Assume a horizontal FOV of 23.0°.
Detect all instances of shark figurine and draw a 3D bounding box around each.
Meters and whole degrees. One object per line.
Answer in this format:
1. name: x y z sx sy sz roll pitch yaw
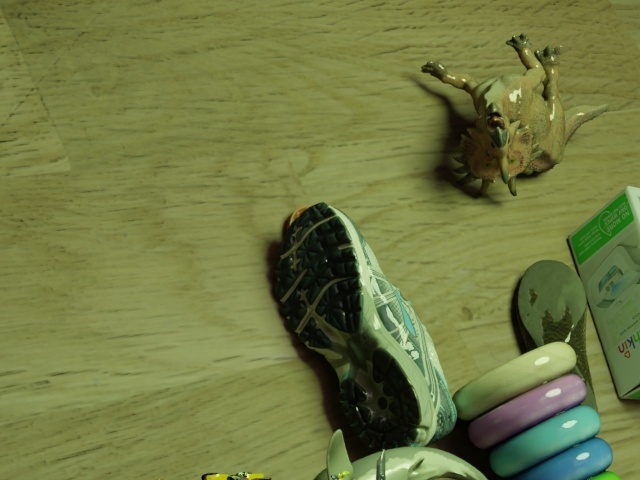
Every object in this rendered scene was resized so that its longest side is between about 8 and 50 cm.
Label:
1. shark figurine: 0.059 0.235 1.500 0.278 0.116 0.166 -14 100 -34

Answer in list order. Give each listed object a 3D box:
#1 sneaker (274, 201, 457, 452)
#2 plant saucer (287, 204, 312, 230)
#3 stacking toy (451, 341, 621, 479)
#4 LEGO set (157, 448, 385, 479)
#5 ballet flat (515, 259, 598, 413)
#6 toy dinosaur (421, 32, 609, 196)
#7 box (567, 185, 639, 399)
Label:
1. sneaker: 0.050 0.092 1.617 0.122 0.110 0.283 7 54 -55
2. plant saucer: 0.000 0.000 1.695 0.084 0.013 0.083 19 49 -24
3. stacking toy: 0.264 0.276 1.604 0.141 0.141 0.330 -16 76 -43
4. LEGO set: -0.024 0.326 1.252 0.255 0.192 0.331 14 63 -33
5. ballet flat: 0.270 0.127 1.773 0.084 0.058 0.249 -6 48 1
6. toy dinosaur: 0.245 -0.133 1.911 0.296 0.127 0.200 12 58 -45
7. box: 0.463 0.075 1.898 0.262 0.127 0.231 8 54 -32
